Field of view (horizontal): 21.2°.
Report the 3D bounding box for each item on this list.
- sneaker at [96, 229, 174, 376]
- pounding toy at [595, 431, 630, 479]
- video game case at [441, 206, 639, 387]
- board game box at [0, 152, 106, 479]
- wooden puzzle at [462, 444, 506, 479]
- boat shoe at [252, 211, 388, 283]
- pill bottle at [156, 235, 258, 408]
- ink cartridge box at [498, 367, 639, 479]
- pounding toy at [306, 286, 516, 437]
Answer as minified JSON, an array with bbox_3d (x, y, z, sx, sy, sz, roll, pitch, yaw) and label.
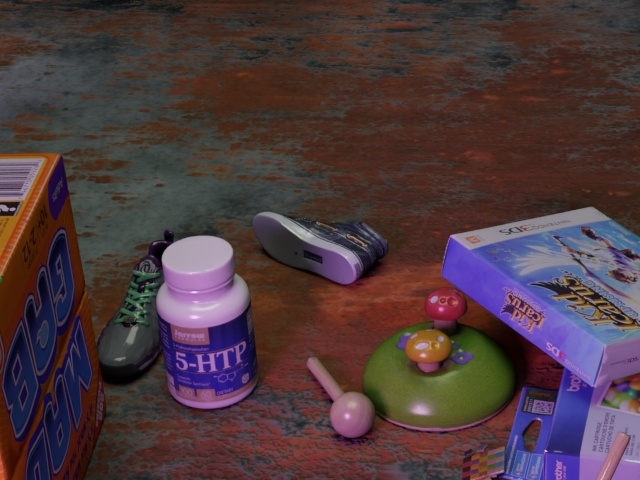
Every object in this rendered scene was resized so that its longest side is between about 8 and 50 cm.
[{"bbox_3d":[-0.231,0.077,2.142,0.083,0.098,0.223,4,32,14],"label":"sneaker"},{"bbox_3d":[0.360,0.271,1.667,0.269,0.155,0.154,-27,28,-5],"label":"pounding toy"},{"bbox_3d":[0.321,0.059,2.008,0.244,0.061,0.269,-12,34,-36],"label":"video game case"},{"bbox_3d":[-0.458,0.147,1.812,0.356,0.356,0.356,0,32,7],"label":"board game box"},{"bbox_3d":[0.180,0.248,1.877,0.049,0.006,0.083,-19,22,16],"label":"wooden puzzle"},{"bbox_3d":[0.000,0.000,2.279,0.183,0.065,0.083,26,40,31],"label":"boat shoe"},{"bbox_3d":[-0.136,0.094,2.017,0.112,0.186,0.112,-4,31,2],"label":"pill bottle"},{"bbox_3d":[0.363,0.209,1.886,0.311,0.065,0.186,3,32,16],"label":"ink cartridge box"},{"bbox_3d":[0.111,0.131,1.998,0.237,0.110,0.183,-10,32,-10],"label":"pounding toy"}]
